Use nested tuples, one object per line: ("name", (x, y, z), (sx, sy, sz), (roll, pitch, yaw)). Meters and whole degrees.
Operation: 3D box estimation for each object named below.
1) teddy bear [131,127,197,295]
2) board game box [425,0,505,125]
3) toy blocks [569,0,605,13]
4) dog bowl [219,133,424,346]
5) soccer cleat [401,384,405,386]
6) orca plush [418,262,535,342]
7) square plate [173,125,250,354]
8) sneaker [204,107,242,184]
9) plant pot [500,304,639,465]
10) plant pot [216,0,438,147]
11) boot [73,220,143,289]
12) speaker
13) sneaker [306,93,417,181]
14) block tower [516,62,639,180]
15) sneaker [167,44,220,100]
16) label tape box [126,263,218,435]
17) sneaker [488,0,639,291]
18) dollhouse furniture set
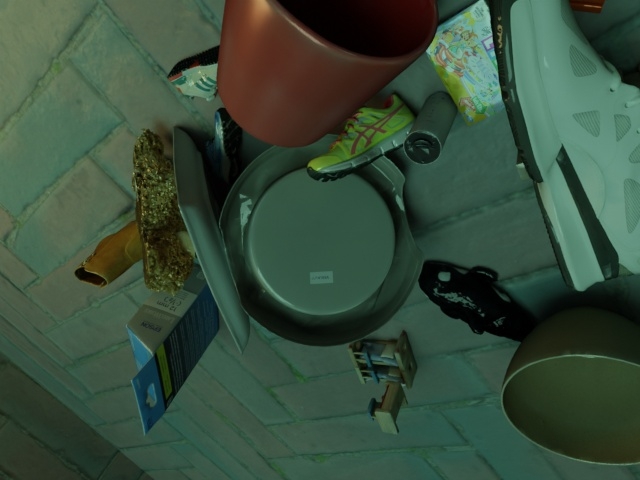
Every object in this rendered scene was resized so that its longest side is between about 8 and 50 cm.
("teddy bear", (-0.307, -0.062, 1.016), (0.113, 0.338, 0.245), (-6, 132, -23))
("board game box", (0.225, -0.254, 0.737), (0.103, 0.026, 0.154), (-22, 115, 38))
("toy blocks", (0.320, -0.325, 0.609), (0.148, 0.054, 0.123), (11, 131, 18))
("dog bowl", (0.000, 0.000, 0.883), (0.348, 0.349, 0.102), (39, 175, -7))
("soccer cleat", (0.176, 0.338, 1.268), (0.083, 0.029, 0.036), (14, 137, 23))
("orca plush", (0.306, 0.157, 0.993), (0.287, 0.102, 0.151), (43, 134, -12))
("square plate", (-0.208, -0.012, 1.005), (0.049, 0.344, 0.347), (-18, 126, -6))
("sneaker", (-0.198, -0.183, 0.994), (0.073, 0.063, 0.162), (22, 134, 13))
("plant pot", (0.475, 0.227, 0.901), (0.283, 0.191, 0.284), (14, 131, 16))
("plant pot", (-0.020, -0.273, 0.700), (0.275, 0.275, 0.243), (38, 145, -7))
("boot", (-0.417, 0.022, 1.176), (0.295, 0.211, 0.104), (-10, 123, 33))
("speaker", (0.166, -0.169, 0.763), (0.055, 0.136, 0.055), (14, 132, 16))
("sneaker", (0.059, -0.163, 0.806), (0.094, 0.208, 0.081), (62, 160, -4))
("block tower", (0.421, -0.174, 0.660), (0.335, 0.091, 0.097), (-13, 120, 34))
("sneaker", (-0.193, -0.292, 0.913), (0.161, 0.057, 0.075), (-5, 141, 29))
("label tape box", (-0.382, 0.256, 1.261), (0.115, 0.348, 0.249), (19, 134, 12))
("sneaker", (0.359, -0.139, 0.574), (0.257, 0.169, 0.448), (-16, 127, 27))
("dollhouse furniture set", (0.125, 0.313, 1.162), (0.129, 0.184, 0.129), (-2, 126, 29))
